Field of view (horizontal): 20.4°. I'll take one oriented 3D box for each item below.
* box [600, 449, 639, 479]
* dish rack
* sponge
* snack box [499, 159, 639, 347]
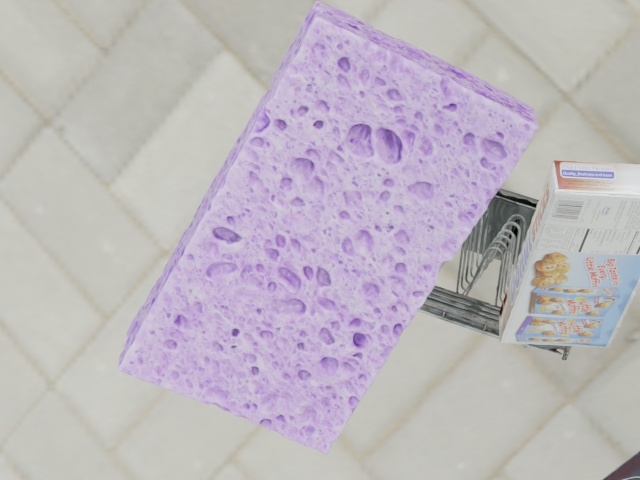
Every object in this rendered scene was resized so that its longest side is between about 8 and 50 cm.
[{"bbox_3d":[0.305,0.205,1.260,0.247,0.163,0.142,-34,52,-17],"label":"box"},{"bbox_3d":[0.161,0.021,1.629,0.208,0.271,0.074,17,108,11],"label":"dish rack"},{"bbox_3d":[0.000,0.000,0.848,0.117,0.031,0.210,25,115,-13],"label":"sponge"},{"bbox_3d":[0.137,0.011,0.929,0.064,0.178,0.022,2,63,-3],"label":"snack box"}]
